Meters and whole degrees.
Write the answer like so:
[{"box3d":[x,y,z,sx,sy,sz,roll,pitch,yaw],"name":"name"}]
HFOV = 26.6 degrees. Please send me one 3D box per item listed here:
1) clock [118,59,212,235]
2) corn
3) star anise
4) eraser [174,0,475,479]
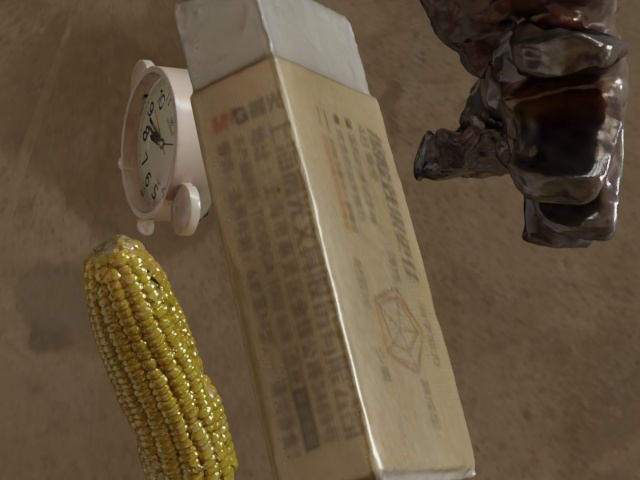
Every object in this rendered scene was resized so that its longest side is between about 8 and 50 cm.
[{"box3d":[-0.144,-0.092,1.335,0.063,0.229,0.156,3,134,-27],"name":"clock"},{"box3d":[-0.153,0.128,1.289,0.101,0.101,0.292,-18,112,-4],"name":"corn"},{"box3d":[0.092,-0.091,0.646,0.110,0.257,0.198,-6,91,6],"name":"star anise"},{"box3d":[0.000,0.000,0.888,0.078,0.144,0.343,-22,72,26],"name":"eraser"}]
